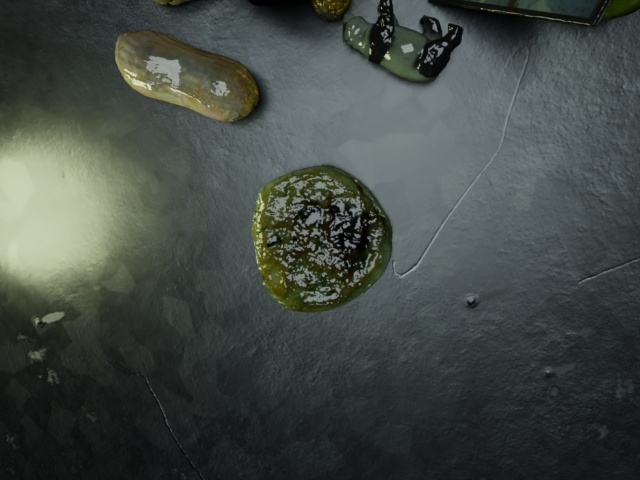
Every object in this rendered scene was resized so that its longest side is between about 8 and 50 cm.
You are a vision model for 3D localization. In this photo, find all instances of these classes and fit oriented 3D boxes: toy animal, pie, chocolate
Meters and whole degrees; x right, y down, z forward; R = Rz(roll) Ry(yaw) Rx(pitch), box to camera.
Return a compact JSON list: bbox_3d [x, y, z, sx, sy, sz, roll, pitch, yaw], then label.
[{"bbox_3d":[0.145,-0.385,0.940,0.225,0.094,0.121,23,111,2],"label":"toy animal"},{"bbox_3d":[0.000,0.000,1.038,0.324,0.070,0.322,1,100,6],"label":"pie"},{"bbox_3d":[-0.270,-0.326,0.984,0.310,0.134,0.134,23,102,3],"label":"chocolate"}]

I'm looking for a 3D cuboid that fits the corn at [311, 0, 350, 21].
[{"bbox_3d":[0.032,-0.574,0.914,0.102,0.102,0.312,14,103,5],"label":"corn"}]

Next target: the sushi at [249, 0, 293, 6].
[{"bbox_3d":[-0.066,-0.586,0.775,0.328,0.285,0.328,13,145,39],"label":"sushi"}]

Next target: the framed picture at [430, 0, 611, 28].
[{"bbox_3d":[0.360,-0.499,0.807,0.347,0.016,0.264,40,108,44],"label":"framed picture"}]

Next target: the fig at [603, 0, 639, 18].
[{"bbox_3d":[0.531,-0.516,0.832,0.206,0.206,0.275,37,72,0],"label":"fig"}]

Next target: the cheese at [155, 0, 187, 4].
[{"bbox_3d":[-0.282,-0.571,0.949,0.235,0.117,0.217,21,104,7],"label":"cheese"}]
